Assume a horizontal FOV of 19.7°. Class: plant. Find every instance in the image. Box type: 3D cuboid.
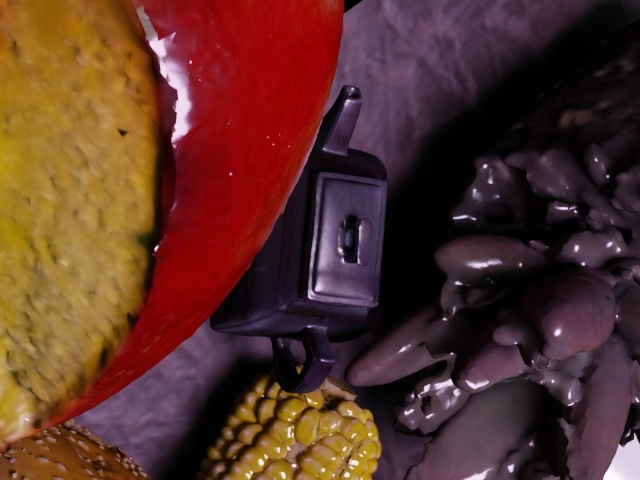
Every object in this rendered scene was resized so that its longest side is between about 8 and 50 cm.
[{"bbox_3d":[0.154,0.020,1.091,0.320,0.194,0.181,-51,128,-30],"label":"plant"}]

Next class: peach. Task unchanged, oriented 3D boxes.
[{"bbox_3d":[-0.144,-0.059,0.878,0.281,0.281,0.338,34,86,-32],"label":"peach"}]

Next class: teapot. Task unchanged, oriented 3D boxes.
[{"bbox_3d":[0.000,0.000,1.054,0.087,0.096,0.177,8,86,-31],"label":"teapot"}]

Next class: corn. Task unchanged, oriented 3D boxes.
[{"bbox_3d":[-0.071,0.203,1.091,0.101,0.101,0.291,40,85,-32],"label":"corn"}]

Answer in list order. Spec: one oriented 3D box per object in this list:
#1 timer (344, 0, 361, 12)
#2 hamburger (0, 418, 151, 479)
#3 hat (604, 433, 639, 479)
[{"bbox_3d":[0.030,-0.230,1.048,0.187,0.055,0.144,-37,117,-11],"label":"timer"},{"bbox_3d":[-0.141,0.169,0.975,0.182,0.191,0.118,33,98,3],"label":"hamburger"},{"bbox_3d":[0.175,0.163,1.187,0.203,0.203,0.126,-35,103,-17],"label":"hat"}]
